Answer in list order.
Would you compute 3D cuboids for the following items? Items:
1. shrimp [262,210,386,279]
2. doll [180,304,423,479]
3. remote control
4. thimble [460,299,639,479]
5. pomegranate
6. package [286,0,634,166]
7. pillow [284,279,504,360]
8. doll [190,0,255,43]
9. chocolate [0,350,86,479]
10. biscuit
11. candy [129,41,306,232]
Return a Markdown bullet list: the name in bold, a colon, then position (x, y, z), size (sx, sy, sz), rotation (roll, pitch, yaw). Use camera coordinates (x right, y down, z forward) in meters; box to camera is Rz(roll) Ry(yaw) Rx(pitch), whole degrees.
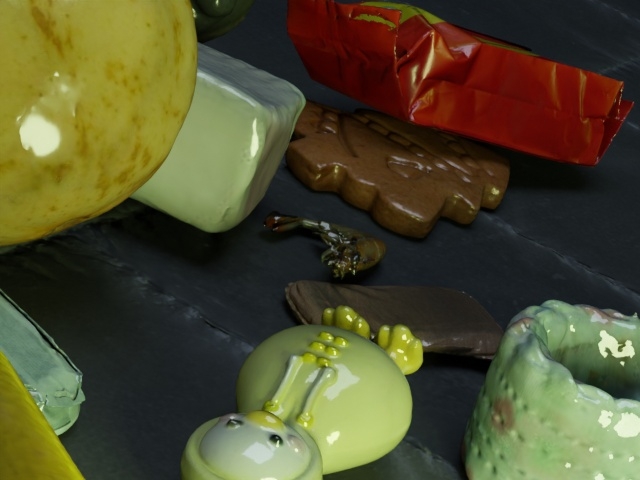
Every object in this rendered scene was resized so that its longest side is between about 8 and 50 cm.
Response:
- **shrimp**: position (0.000, -0.001, 1.866), size (0.124, 0.034, 0.178), rotation (20, 13, 9)
- **doll**: position (-0.017, 0.139, 1.477), size (0.141, 0.117, 0.296), rotation (23, 24, 16)
- **remote control**: position (-0.278, 0.072, 1.515), size (0.104, 0.052, 0.247), rotation (-13, 40, -43)
- **thimble**: position (0.227, 0.152, 1.592), size (0.211, 0.149, 0.185), rotation (-2, 29, -39)
- **pomegranate**: position (-0.264, -0.167, 1.607), size (0.342, 0.342, 0.342), rotation (16, 24, -7)
- **package**: position (0.159, -0.188, 2.217), size (0.423, 0.123, 0.196), rotation (11, 9, -42)
- **pillow**: position (0.075, 0.074, 1.788), size (0.211, 0.034, 0.135), rotation (3, 30, -28)
- **doll**: position (-0.235, -0.307, 2.125), size (0.378, 0.252, 0.382), rotation (-10, -2, -20)
- **chocolate**: position (-0.246, 0.145, 1.286), size (0.162, 0.162, 0.445), rotation (6, 23, -27)
- **biscuit**: position (0.096, -0.090, 2.135), size (0.306, 0.043, 0.284), rotation (-2, 31, -39)
- **candy**: position (-0.202, -0.140, 1.871), size (0.358, 0.145, 0.208), rotation (24, 11, 10)
